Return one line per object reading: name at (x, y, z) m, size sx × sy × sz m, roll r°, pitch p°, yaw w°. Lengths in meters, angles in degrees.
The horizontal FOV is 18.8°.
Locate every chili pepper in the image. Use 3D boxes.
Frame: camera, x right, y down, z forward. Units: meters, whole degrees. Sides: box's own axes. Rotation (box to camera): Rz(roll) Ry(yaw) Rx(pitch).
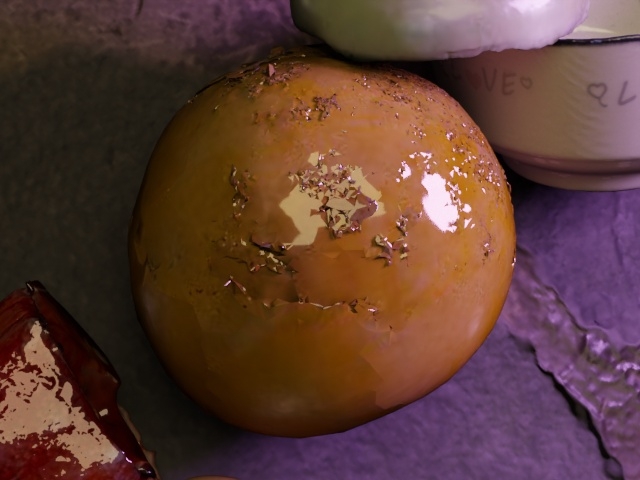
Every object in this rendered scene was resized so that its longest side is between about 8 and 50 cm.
chili pepper at (-0.216, 0.153, 1.112) m, size 0.252 × 0.136 × 0.144 m, roll -37°, pitch 124°, yaw -9°

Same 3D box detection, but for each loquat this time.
loquat at (0.000, 0.000, 1.124) m, size 0.235 × 0.235 × 0.235 m, roll 3°, pitch 70°, yaw -8°

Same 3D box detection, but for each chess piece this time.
chess piece at (0.066, -0.279, 1.058) m, size 0.182 × 0.330 × 0.182 m, roll -1°, pitch 27°, yaw 1°

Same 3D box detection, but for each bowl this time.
bowl at (0.175, -0.112, 1.220) m, size 0.237 × 0.126 × 0.238 m, roll -3°, pitch 27°, yaw 1°

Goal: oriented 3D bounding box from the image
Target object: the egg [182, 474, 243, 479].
egg at (-0.053, 0.178, 1.129) m, size 0.080 × 0.080 × 0.096 m, roll -41°, pitch 85°, yaw -19°
